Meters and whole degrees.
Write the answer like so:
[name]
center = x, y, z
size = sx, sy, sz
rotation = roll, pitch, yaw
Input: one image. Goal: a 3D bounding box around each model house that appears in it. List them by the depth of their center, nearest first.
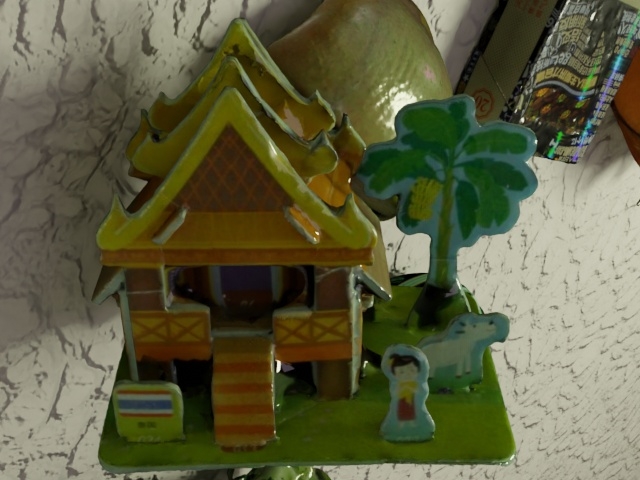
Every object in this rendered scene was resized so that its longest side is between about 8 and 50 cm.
[model house]
center = 0.000, 0.000, 0.704
size = 0.358, 0.242, 0.312
rotation = 1, 125, 0

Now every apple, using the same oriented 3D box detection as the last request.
[apple]
center = 0.065, -0.133, 0.863
size = 0.193, 0.120, 0.265
rotation = -53, 146, -12

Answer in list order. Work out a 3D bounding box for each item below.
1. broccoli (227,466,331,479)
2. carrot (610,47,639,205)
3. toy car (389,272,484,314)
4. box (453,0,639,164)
[broccoli]
center = -0.091, 0.355, 1.008
size = 0.283, 0.321, 0.303
rotation = -62, 142, -50
[carrot]
center = 0.508, -0.159, 1.213
size = 0.331, 0.193, 0.214
rotation = 31, 60, -56
[toy car]
center = 0.051, 0.108, 1.037
size = 0.306, 0.136, 0.125
rotation = -29, 117, -27
[box]
center = 0.286, -0.246, 1.012
size = 0.198, 0.084, 0.310
rotation = 2, 119, -47
